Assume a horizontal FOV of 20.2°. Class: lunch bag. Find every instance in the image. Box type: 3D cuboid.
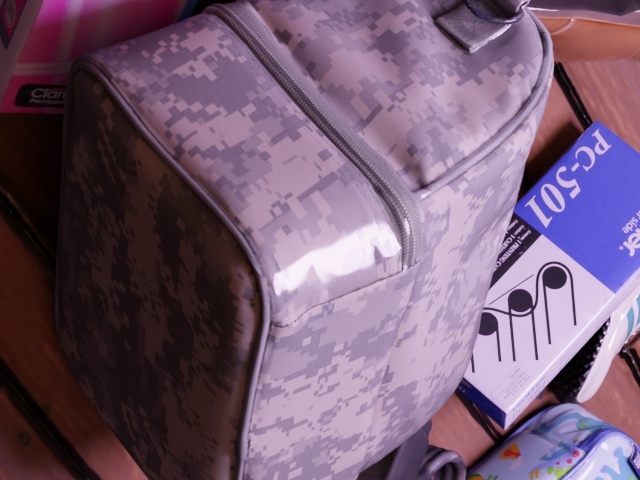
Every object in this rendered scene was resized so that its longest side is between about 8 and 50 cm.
[{"bbox_3d":[0.161,0.241,1.308,0.219,0.090,0.176,-38,120,-16],"label":"lunch bag"},{"bbox_3d":[0.000,0.000,1.039,0.256,0.212,0.305,-24,148,-26],"label":"lunch bag"}]

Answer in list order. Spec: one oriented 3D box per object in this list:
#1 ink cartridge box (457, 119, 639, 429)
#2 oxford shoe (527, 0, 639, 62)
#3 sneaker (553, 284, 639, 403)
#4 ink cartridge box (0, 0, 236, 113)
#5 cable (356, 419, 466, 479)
[{"bbox_3d":[0.161,0.022,1.246,0.207,0.097,0.046,-46,162,-13],"label":"ink cartridge box"},{"bbox_3d":[0.150,-0.155,1.220,0.212,0.076,0.076,9,138,-21],"label":"oxford shoe"},{"bbox_3d":[0.229,0.050,1.316,0.075,0.057,0.161,20,88,-26],"label":"sneaker"},{"bbox_3d":[-0.050,-0.206,0.964,0.176,0.069,0.371,-1,141,-30],"label":"ink cartridge box"},{"bbox_3d":[0.015,0.200,1.175,0.139,0.072,0.287,56,50,-40],"label":"cable"}]
